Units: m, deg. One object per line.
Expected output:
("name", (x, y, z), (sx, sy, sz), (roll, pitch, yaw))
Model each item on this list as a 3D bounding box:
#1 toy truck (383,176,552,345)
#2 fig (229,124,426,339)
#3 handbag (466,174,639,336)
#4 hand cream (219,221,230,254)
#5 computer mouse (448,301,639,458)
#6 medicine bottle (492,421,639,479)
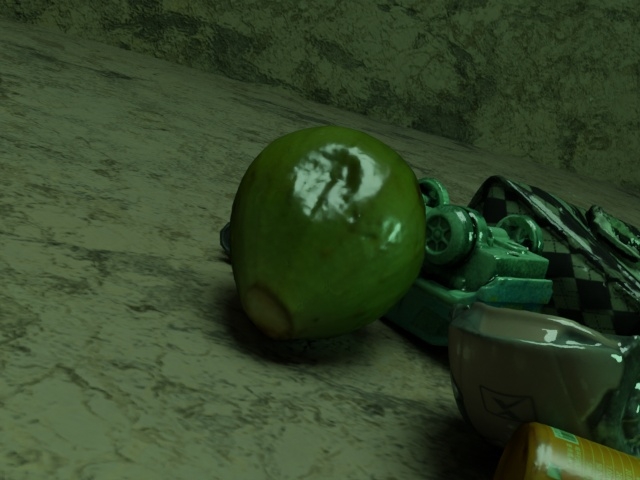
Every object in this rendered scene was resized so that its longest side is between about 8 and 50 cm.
("toy truck", (0.126, 0.017, 0.971), (0.155, 0.156, 0.279), (5, 15, -41))
("fig", (0.010, -0.004, 0.825), (0.207, 0.207, 0.230), (16, 21, -8))
("handbag", (0.414, 0.072, 1.143), (0.416, 0.180, 0.317), (11, 24, -43))
("hand cream", (-0.050, -0.012, 1.081), (0.088, 0.055, 0.256), (16, 11, 20))
("computer mouse", (0.224, 0.149, 0.725), (0.199, 0.115, 0.389), (12, -13, 40))
("medicine bottle", (0.216, 0.198, 0.566), (0.191, 0.096, 0.096), (19, 15, 2))
